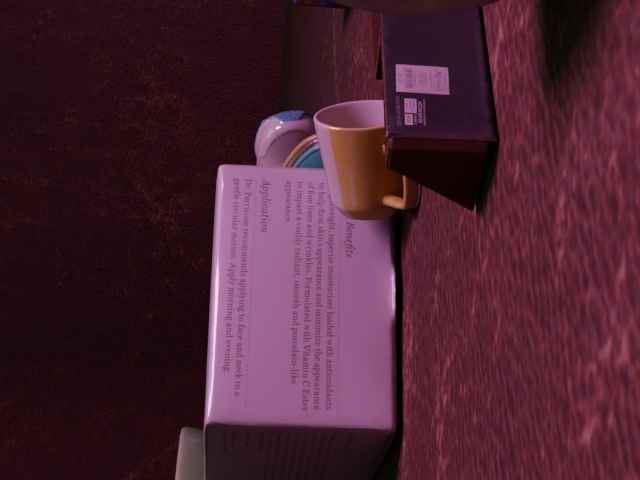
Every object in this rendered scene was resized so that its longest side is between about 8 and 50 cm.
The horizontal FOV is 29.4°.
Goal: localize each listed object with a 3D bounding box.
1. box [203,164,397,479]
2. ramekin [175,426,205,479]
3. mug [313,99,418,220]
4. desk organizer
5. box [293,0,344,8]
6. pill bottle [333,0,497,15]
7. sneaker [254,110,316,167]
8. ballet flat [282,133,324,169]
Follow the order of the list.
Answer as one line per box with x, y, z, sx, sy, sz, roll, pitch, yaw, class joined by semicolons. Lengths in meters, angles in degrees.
-0.017;0.067;0.834;0.182;0.119;0.181;101;171;-64;box
-0.079;0.348;1.261;0.303;0.148;0.303;-176;90;-86;ramekin
0.028;-0.045;0.742;0.078;0.062;0.064;-80;-12;-68;mug
0.049;-0.078;0.565;0.050;0.047;0.130;95;176;-51;desk organizer
0.015;-0.347;1.131;0.293;0.057;0.201;159;115;-85;box
0.034;-0.186;0.426;0.108;0.108;0.193;103;170;-66;pill bottle
-0.024;-0.036;1.319;0.092;0.087;0.228;-103;8;-50;sneaker
0.000;0.000;0.986;0.073;0.080;0.232;-67;-12;-53;ballet flat
